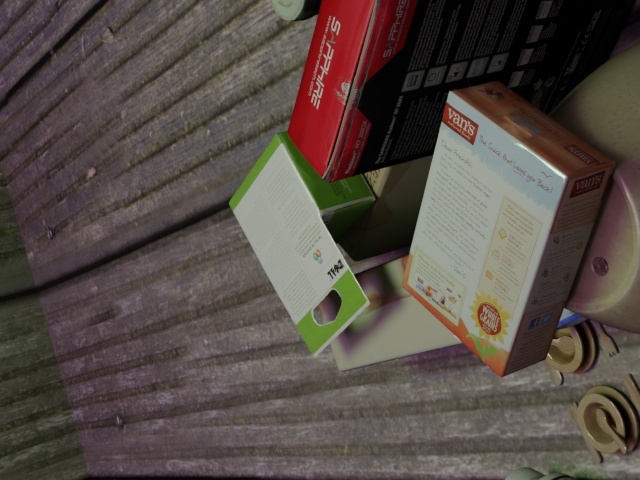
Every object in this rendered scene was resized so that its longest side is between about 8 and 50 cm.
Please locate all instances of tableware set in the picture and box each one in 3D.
[{"bbox_3d":[0.317,0.174,1.387,0.194,0.039,0.128,65,147,15],"label":"tableware set"}]

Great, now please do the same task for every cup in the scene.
[{"bbox_3d":[0.322,-0.041,1.105,0.331,0.237,0.331,29,126,50],"label":"cup"}]

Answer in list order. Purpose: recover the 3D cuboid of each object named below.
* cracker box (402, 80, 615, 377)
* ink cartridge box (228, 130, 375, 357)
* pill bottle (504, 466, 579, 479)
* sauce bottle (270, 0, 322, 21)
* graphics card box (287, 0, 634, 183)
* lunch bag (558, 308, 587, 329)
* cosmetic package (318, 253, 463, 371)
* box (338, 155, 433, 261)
[{"bbox_3d":[0.168,-0.011,1.068,0.156,0.067,0.232,44,138,38],"label":"cracker box"},{"bbox_3d":[0.000,0.000,1.523,0.255,0.097,0.189,61,145,15],"label":"ink cartridge box"},{"bbox_3d":[0.311,0.353,1.407,0.193,0.108,0.108,22,121,52],"label":"pill bottle"},{"bbox_3d":[0.101,-0.294,1.238,0.111,0.344,0.111,32,131,46],"label":"sauce bottle"},{"bbox_3d":[0.156,-0.206,1.164,0.094,0.371,0.232,51,142,33],"label":"graphics card box"},{"bbox_3d":[0.269,0.034,1.299,0.151,0.096,0.128,63,-177,-80],"label":"lunch bag"},{"bbox_3d":[0.136,0.079,1.523,0.296,0.153,0.129,-23,85,57],"label":"cosmetic package"},{"bbox_3d":[0.092,-0.136,1.525,0.148,0.121,0.311,49,140,32],"label":"box"}]
